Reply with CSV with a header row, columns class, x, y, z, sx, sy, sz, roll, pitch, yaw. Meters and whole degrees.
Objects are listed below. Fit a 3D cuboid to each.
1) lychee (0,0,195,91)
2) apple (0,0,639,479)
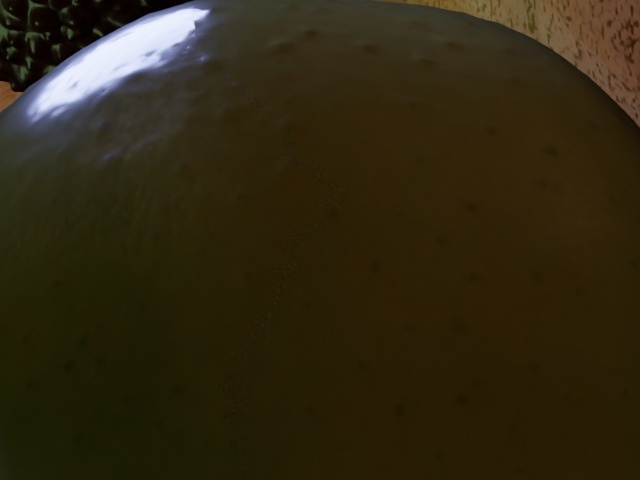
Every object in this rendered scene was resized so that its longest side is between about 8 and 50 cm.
class,x,y,z,sx,sy,sz,roll,pitch,yaw
lychee,-0.165,-0.220,1.064,0.300,0.264,0.264,-10,102,64
apple,-0.003,0.092,0.523,0.357,0.357,0.357,159,90,-81
